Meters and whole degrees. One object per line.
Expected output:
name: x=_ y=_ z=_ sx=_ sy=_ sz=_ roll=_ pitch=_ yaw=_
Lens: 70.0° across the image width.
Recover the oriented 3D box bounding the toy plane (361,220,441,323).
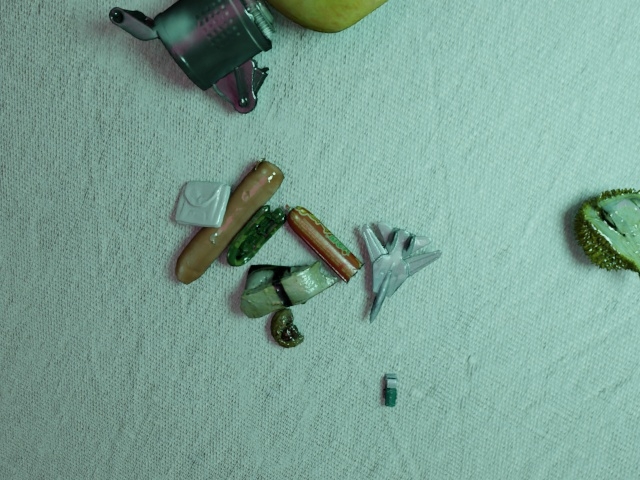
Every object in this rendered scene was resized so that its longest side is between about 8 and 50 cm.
toy plane: x=0.178 y=0.093 z=1.206 sx=0.212 sy=0.088 sz=0.267 roll=19 pitch=109 yaw=6

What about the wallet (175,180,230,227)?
wallet: x=-0.318 y=-0.099 z=1.217 sx=0.182 sy=0.032 sz=0.124 roll=8 pitch=82 yaw=34

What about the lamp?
lamp: x=-0.254 y=-0.516 z=1.103 sx=0.374 sy=0.205 sz=0.272 roll=37 pitch=107 yaw=-16

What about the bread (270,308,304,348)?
bread: x=-0.100 y=0.251 z=1.275 sx=0.082 sy=0.060 sz=0.113 roll=-27 pitch=96 yaw=8

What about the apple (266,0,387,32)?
apple: x=0.017 y=-0.639 z=0.962 sx=0.391 sy=0.391 sz=0.346 roll=-30 pitch=116 yaw=11

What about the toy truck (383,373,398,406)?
toy truck: x=0.195 y=0.416 z=1.268 sx=0.039 sy=0.044 sz=0.083 roll=3 pitch=99 yaw=4

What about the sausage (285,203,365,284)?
sausage: x=0.000 y=0.000 z=1.214 sx=0.264 sy=0.083 sz=0.083 roll=45 pitch=102 yaw=0

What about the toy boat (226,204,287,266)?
toy boat: x=-0.177 y=-0.011 z=1.230 sx=0.210 sy=0.104 sz=0.052 roll=-47 pitch=58 yaw=10

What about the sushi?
sushi: x=-0.093 y=0.133 z=1.205 sx=0.272 sy=0.109 sz=0.134 roll=-6 pitch=99 yaw=23

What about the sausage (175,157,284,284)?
sausage: x=-0.255 y=-0.044 z=1.234 sx=0.419 sy=0.094 sz=0.094 roll=-46 pitch=72 yaw=12

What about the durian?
durian: x=0.712 y=-0.010 z=1.084 sx=0.193 sy=0.138 sz=0.237 roll=-19 pitch=93 yaw=7
